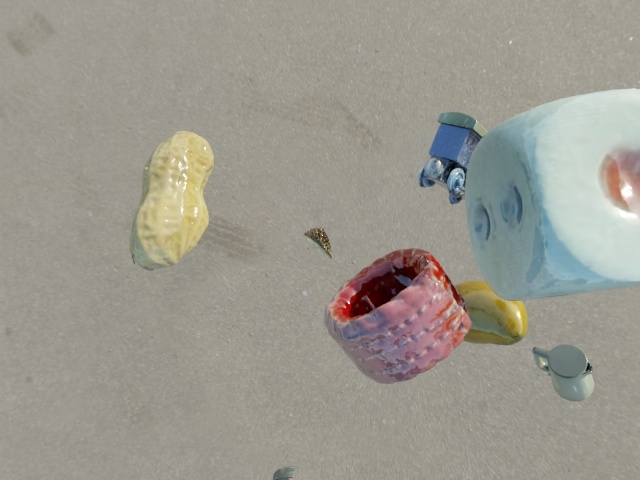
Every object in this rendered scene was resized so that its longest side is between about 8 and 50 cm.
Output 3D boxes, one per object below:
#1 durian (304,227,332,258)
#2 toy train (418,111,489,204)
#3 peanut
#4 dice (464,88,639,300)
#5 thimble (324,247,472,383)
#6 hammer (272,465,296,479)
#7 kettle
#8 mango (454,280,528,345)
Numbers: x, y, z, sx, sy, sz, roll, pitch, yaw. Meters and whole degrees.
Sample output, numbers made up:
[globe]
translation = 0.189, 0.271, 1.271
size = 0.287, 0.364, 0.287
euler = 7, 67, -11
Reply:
[durian]
translation = -0.009, 0.004, 1.292
size = 0.130, 0.052, 0.066
euler = 40, 131, 44
[toy train]
translation = 0.389, -0.202, 1.278
size = 0.131, 0.299, 0.202
euler = 25, 95, 42
[peanut]
translation = -0.304, -0.089, 0.987
size = 0.149, 0.149, 0.313
euler = 0, 69, 9
[dice]
translation = 0.392, -0.053, 0.728
size = 0.268, 0.262, 0.265
euler = -8, 80, -5
[thimble]
translation = 0.108, 0.107, 0.693
size = 0.189, 0.163, 0.125
euler = -31, 110, 17
[hammer]
translation = 0.015, 0.644, 1.192
size = 0.287, 0.033, 0.111
euler = 19, 122, 2
[kettle]
translation = 0.629, 0.328, 1.215
size = 0.098, 0.148, 0.127
euler = -35, 42, 4
[mango]
translation = 0.536, 0.240, 1.557
size = 0.173, 0.317, 0.211
euler = 28, 80, -32
